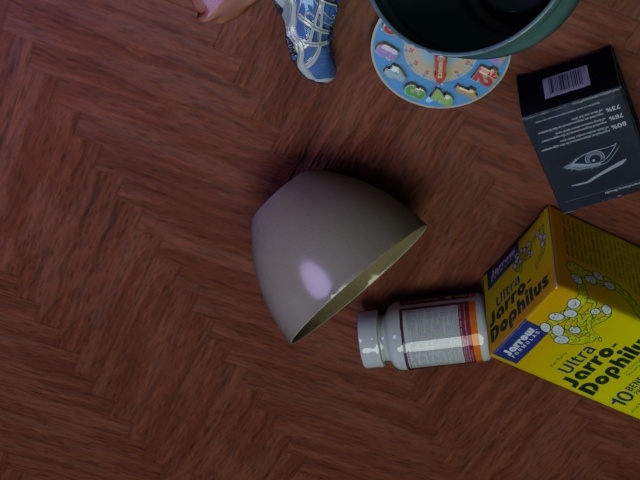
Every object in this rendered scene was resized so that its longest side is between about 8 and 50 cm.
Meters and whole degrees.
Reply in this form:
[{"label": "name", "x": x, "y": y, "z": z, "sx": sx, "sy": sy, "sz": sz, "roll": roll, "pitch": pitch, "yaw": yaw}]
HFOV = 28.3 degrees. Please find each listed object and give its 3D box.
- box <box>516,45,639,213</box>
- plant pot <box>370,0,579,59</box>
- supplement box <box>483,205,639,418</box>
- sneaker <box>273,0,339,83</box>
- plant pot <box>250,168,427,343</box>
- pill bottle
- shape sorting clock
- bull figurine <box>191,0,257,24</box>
[{"label": "box", "x": 0.399, "y": -0.162, "z": 1.902, "sx": 0.153, "sy": 0.108, "sz": 0.207, "roll": -16, "pitch": 130, "yaw": 17}, {"label": "plant pot", "x": 0.228, "y": -0.364, "z": 1.631, "sx": 0.293, "sy": 0.293, "sz": 0.196, "roll": -29, "pitch": 162, "yaw": 26}, {"label": "supplement box", "x": 0.474, "y": 0.131, "z": 2.107, "sx": 0.356, "sy": 0.195, "sz": 0.194, "roll": 23, "pitch": 130, "yaw": -16}, {"label": "sneaker", "x": -0.009, "y": -0.312, "z": 1.807, "sx": 0.081, "sy": 0.080, "sz": 0.211, "roll": -9, "pitch": 133, "yaw": 15}, {"label": "plant pot", "x": 0.000, "y": 0.000, "z": 1.997, "sx": 0.191, "sy": 0.284, "sz": 0.284, "roll": 49, "pitch": 125, "yaw": 7}, {"label": "pill bottle", "x": 0.182, "y": 0.161, "z": 2.202, "sx": 0.221, "sy": 0.121, "sz": 0.121, "roll": -7, "pitch": 132, "yaw": 10}, {"label": "shape sorting clock", "x": 0.176, "y": -0.278, "z": 1.855, "sx": 0.206, "sy": 0.040, "sz": 0.206, "roll": 1, "pitch": 132, "yaw": 2}, {"label": "bull figurine", "x": -0.051, "y": -0.401, "z": 1.655, "sx": 0.310, "sy": 0.188, "sz": 0.101, "roll": -29, "pitch": 125, "yaw": 26}]
